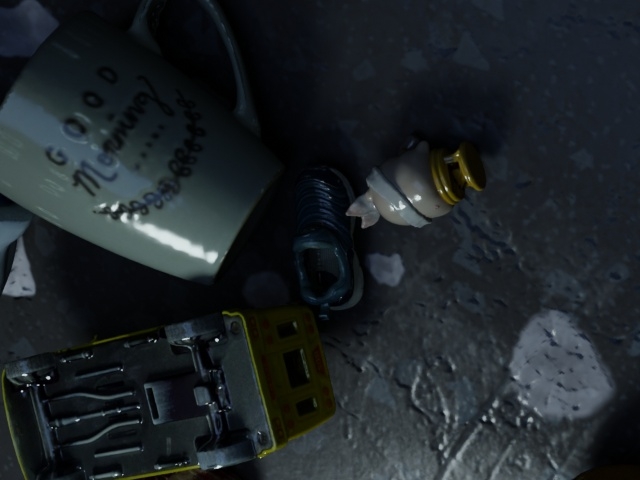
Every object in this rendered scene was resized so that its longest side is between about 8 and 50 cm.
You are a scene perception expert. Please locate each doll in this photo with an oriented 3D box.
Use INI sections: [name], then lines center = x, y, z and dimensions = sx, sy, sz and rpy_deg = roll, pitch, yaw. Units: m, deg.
[doll]
center = 0.080, -0.055, 1.297
dimensions = 0.127, 0.073, 0.084
rpy_deg = -20, 65, 24

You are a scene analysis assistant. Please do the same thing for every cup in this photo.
[cup]
center = -0.144, -0.105, 1.330
dimensions = 0.234, 0.186, 0.258
rpy_deg = 30, 89, 3

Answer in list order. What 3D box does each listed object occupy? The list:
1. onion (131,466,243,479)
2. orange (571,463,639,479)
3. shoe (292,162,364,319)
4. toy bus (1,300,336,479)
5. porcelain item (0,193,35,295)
[onion]
center = -0.175, 0.293, 1.502
dimensions = 0.206, 0.098, 0.151
rpy_deg = -6, 103, 25
[orange]
center = 0.272, 0.270, 1.286
dimensions = 0.156, 0.124, 0.156
rpy_deg = 10, 127, 14
[shoe]
center = 0.000, 0.000, 1.343
dimensions = 0.064, 0.071, 0.143
rpy_deg = -2, 102, 24
[toy bus]
center = -0.155, 0.150, 1.398
dimensions = 0.330, 0.152, 0.144
rpy_deg = -15, 89, 36
[porcelain item]
center = -0.461, 0.048, 1.500
dimensions = 0.242, 0.178, 0.405
rpy_deg = 45, 119, 3
